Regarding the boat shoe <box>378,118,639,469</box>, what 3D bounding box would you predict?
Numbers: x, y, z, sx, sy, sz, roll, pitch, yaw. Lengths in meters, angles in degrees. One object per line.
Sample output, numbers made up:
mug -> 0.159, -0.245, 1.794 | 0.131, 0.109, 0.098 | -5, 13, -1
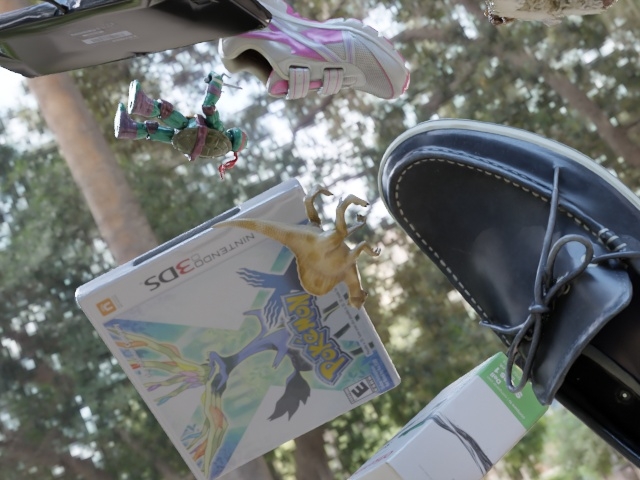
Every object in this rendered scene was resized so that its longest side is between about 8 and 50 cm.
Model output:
boat shoe -> 0.239, 0.060, 0.967 | 0.156, 0.500, 0.187 | -25, -31, -49

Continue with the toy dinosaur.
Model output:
toy dinosaur -> 0.000, 0.000, 0.941 | 0.183, 0.093, 0.053 | 34, -16, -36

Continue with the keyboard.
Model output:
keyboard -> -0.225, -0.217, 1.008 | 0.317, 0.033, 0.201 | -6, -14, 28

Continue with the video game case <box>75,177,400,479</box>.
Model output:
video game case -> -0.093, 0.123, 1.350 | 0.300, 0.036, 0.329 | -27, -61, 0

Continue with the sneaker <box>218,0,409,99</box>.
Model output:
sneaker -> -0.016, -0.217, 1.332 | 0.103, 0.252, 0.111 | 93, -162, -66

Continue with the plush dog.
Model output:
plush dog -> 0.327, -0.468, 1.698 | 0.262, 0.225, 0.210 | 1, -1, -19

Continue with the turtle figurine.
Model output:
turtle figurine -> -0.198, -0.185, 1.706 | 0.234, 0.118, 0.175 | 9, -47, -26

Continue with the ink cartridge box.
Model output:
ink cartridge box -> 0.139, 0.248, 1.259 | 0.219, 0.092, 0.160 | -36, -8, -34
